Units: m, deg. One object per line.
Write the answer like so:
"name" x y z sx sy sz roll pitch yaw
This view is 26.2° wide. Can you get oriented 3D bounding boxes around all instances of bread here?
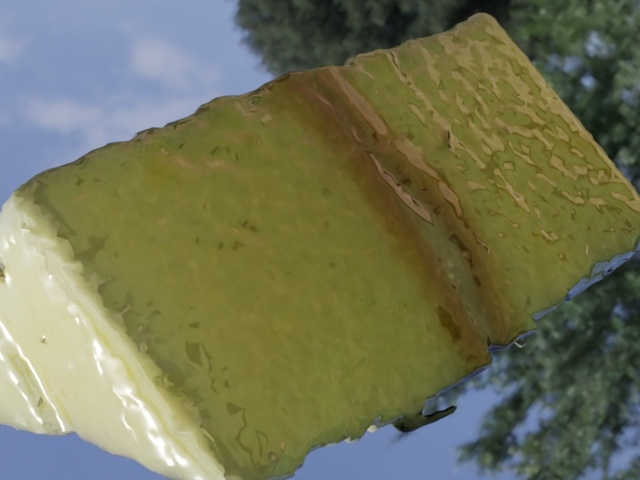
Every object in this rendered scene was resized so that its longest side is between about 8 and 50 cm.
"bread" 0.000 0.000 0.536 0.178 0.142 0.266 22 -145 34
